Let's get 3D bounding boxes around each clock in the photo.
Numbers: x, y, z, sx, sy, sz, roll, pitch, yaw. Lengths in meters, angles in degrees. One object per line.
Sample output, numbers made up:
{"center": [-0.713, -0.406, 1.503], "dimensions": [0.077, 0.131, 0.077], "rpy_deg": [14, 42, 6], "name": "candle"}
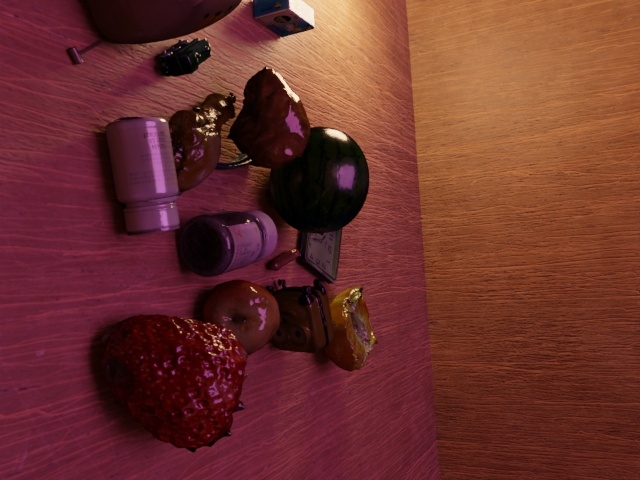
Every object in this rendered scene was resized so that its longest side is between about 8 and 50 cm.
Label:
{"center": [-0.001, 0.000, 2.289], "dimensions": [0.279, 0.049, 0.273], "rpy_deg": [43, 49, -54], "name": "clock"}

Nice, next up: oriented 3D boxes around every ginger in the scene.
{"center": [-0.131, -0.345, 1.774], "dimensions": [0.223, 0.200, 0.269], "rpy_deg": [24, 87, -27], "name": "ginger"}

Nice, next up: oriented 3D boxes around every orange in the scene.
{"center": [0.103, 0.327, 2.283], "dimensions": [0.334, 0.196, 0.262], "rpy_deg": [-61, 153, -43], "name": "orange"}

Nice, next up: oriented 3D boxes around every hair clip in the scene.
{"center": [-0.261, -0.239, 1.801], "dimensions": [0.275, 0.048, 0.083], "rpy_deg": [-33, 119, -60], "name": "hair clip"}

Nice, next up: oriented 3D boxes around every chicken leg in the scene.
{"center": [-0.319, -0.283, 1.606], "dimensions": [0.429, 0.153, 0.201], "rpy_deg": [-73, 160, -51], "name": "chicken leg"}

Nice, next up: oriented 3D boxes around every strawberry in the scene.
{"center": [-0.309, 0.301, 1.349], "dimensions": [0.310, 0.292, 0.291], "rpy_deg": [60, 35, -52], "name": "strawberry"}

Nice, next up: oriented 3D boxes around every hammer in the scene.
{"center": [-0.518, -0.426, 1.338], "dimensions": [0.110, 0.019, 0.035], "rpy_deg": [-64, 140, -51], "name": "hammer"}

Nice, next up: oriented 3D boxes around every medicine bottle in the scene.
{"center": [-0.403, -0.146, 1.382], "dimensions": [0.143, 0.143, 0.258], "rpy_deg": [-16, 100, -64], "name": "medicine bottle"}
{"center": [-0.245, 0.001, 1.653], "dimensions": [0.273, 0.165, 0.165], "rpy_deg": [-13, 98, -63], "name": "medicine bottle"}

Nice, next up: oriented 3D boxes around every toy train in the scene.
{"center": [-0.352, -0.484, 1.585], "dimensions": [0.170, 0.111, 0.071], "rpy_deg": [-61, 143, -49], "name": "toy train"}

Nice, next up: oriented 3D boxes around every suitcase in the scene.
{"center": [-0.073, 0.249, 1.936], "dimensions": [0.143, 0.194, 0.234], "rpy_deg": [-26, 109, -54], "name": "suitcase"}

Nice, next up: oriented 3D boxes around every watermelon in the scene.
{"center": [-0.003, -0.196, 1.994], "dimensions": [0.363, 0.363, 0.363], "rpy_deg": [20, 68, -62], "name": "watermelon"}

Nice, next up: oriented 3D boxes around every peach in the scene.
{"center": [-0.215, 0.219, 1.664], "dimensions": [0.235, 0.214, 0.214], "rpy_deg": [54, 36, -75], "name": "peach"}

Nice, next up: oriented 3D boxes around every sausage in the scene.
{"center": [-0.124, 0.066, 2.030], "dimensions": [0.186, 0.043, 0.043], "rpy_deg": [-31, 114, -62], "name": "sausage"}

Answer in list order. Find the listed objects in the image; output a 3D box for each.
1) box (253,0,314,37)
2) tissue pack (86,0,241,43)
{"center": [-0.123, -0.778, 2.072], "dimensions": [0.194, 0.139, 0.073], "rpy_deg": [3, 83, -64], "name": "box"}
{"center": [-0.353, -0.624, 1.422], "dimensions": [0.387, 0.277, 0.267], "rpy_deg": [-52, 129, -56], "name": "tissue pack"}
